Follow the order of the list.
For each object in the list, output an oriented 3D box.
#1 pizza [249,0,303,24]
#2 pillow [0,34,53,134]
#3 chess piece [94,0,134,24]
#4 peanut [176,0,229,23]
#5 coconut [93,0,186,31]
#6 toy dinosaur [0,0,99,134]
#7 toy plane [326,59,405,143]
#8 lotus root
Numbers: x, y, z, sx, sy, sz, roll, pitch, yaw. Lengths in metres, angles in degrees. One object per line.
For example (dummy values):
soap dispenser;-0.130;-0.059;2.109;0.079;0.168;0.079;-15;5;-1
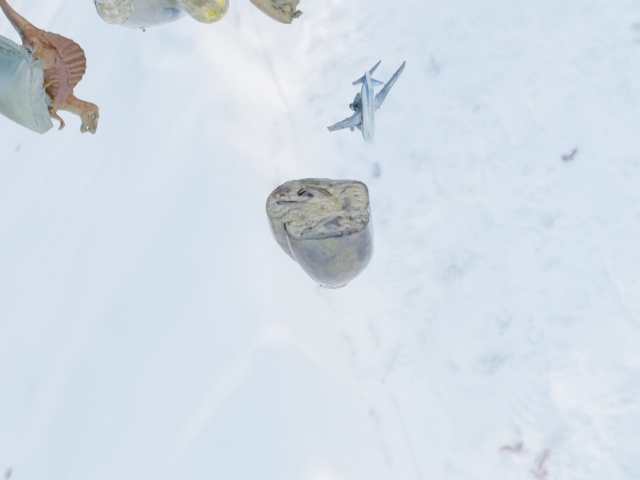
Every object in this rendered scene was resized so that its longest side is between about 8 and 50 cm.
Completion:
pizza;-0.050;-0.462;1.588;0.199;0.188;0.062;-43;33;6
pillow;-0.434;-0.222;1.291;0.053;0.208;0.119;-38;-35;-45
chess piece;-0.311;-0.368;1.437;0.060;0.060;0.172;-63;1;-6
peanut;-0.250;-0.474;1.800;0.087;0.206;0.087;-27;44;29
coconut;-0.332;-0.528;1.920;0.239;0.239;0.244;-35;59;37
toy dinosaur;-0.386;-0.253;1.391;0.057;0.142;0.212;-129;39;-71
toy plane;0.093;-0.264;1.953;0.226;0.058;0.226;-42;-16;-20
lotus root;0.000;0.001;1.801;0.188;0.199;0.180;-79;-10;-50
